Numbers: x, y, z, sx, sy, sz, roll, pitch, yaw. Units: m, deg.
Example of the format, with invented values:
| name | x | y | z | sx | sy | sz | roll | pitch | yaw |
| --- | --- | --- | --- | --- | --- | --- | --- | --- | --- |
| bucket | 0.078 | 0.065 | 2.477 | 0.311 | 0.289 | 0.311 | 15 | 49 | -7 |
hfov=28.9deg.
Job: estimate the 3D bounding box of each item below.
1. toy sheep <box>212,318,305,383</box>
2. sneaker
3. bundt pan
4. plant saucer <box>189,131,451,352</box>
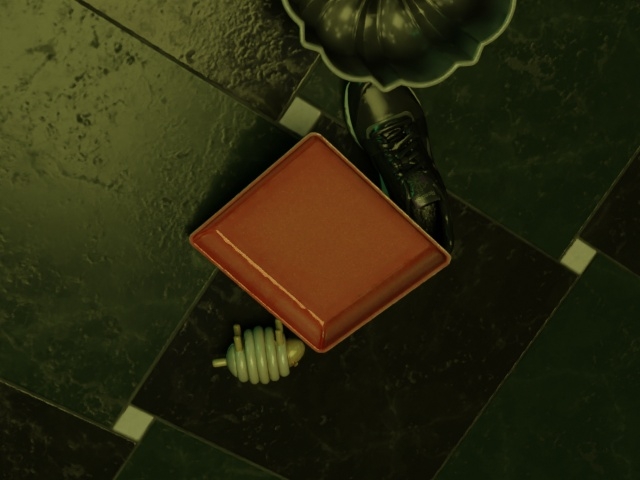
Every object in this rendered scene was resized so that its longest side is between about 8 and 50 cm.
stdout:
| name | x | y | z | sx | sy | sz | roll | pitch | yaw |
| --- | --- | --- | --- | --- | --- | --- | --- | --- | --- |
| toy sheep | -0.087 | 0.160 | 1.748 | 0.132 | 0.091 | 0.091 | -6 | 113 | 2 |
| sneaker | 0.124 | -0.102 | 1.684 | 0.107 | 0.124 | 0.283 | -26 | 115 | -6 |
| bundt pan | 0.090 | -0.364 | 1.574 | 0.331 | 0.124 | 0.331 | -6 | 113 | -15 |
| plant saucer | 0.000 | 0.000 | 1.669 | 0.258 | 0.047 | 0.259 | 42 | 122 | -17 |
